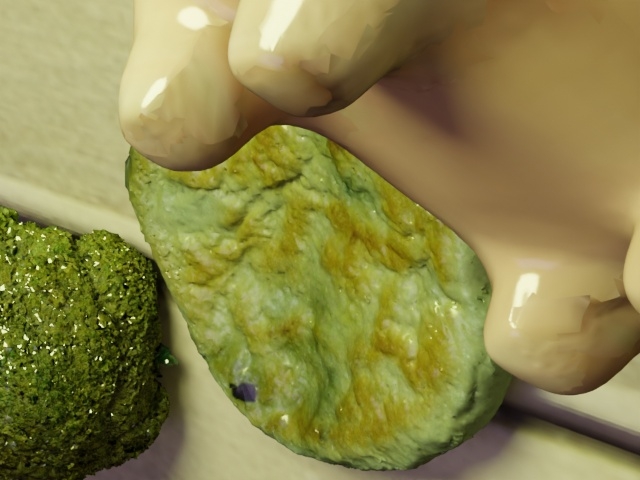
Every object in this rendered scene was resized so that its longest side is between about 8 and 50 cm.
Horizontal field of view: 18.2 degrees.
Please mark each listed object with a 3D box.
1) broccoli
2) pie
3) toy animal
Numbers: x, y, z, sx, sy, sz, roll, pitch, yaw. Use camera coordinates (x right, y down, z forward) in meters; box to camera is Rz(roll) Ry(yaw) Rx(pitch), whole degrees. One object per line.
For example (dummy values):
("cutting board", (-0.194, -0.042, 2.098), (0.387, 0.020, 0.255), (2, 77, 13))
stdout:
("broccoli", (-0.128, 0.048, 0.855), (0.120, 0.131, 0.130), (-112, 6, -70))
("pie", (0.000, 0.000, 0.746), (0.187, 0.041, 0.187), (24, 128, 35))
("toy animal", (0.042, -0.128, 0.505), (0.326, 0.269, 0.237), (38, 147, -25))
